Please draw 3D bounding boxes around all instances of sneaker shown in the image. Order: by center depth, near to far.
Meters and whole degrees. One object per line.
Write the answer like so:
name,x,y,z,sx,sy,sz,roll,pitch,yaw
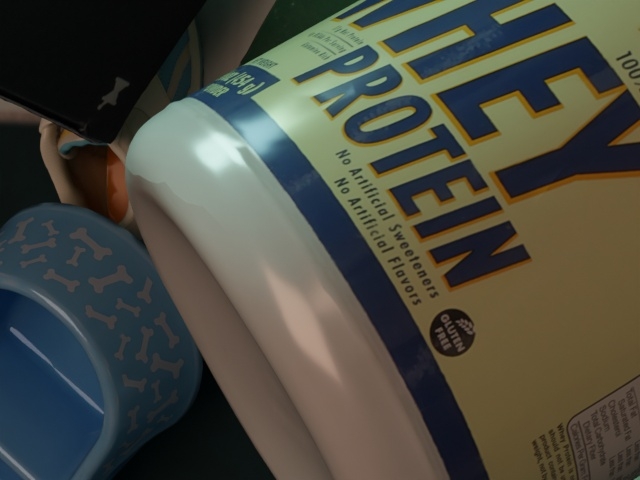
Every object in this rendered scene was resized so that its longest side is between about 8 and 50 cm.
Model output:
sneaker,-0.130,-0.093,1.063,0.087,0.092,0.229,-12,85,30

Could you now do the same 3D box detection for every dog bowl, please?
dog bowl,-0.191,0.108,1.063,0.166,0.074,0.297,42,129,7

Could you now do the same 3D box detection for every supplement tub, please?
supplement tub,0.106,-0.020,0.726,0.324,0.235,0.235,-31,75,-12

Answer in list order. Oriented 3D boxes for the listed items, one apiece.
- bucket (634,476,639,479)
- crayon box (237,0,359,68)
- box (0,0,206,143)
bucket,0.153,0.217,0.874,0.281,0.183,0.281,2,94,28
crayon box,0.108,-0.192,0.868,0.081,0.202,0.318,40,109,21
box,-0.267,-0.266,0.940,0.395,0.293,0.212,37,94,22
